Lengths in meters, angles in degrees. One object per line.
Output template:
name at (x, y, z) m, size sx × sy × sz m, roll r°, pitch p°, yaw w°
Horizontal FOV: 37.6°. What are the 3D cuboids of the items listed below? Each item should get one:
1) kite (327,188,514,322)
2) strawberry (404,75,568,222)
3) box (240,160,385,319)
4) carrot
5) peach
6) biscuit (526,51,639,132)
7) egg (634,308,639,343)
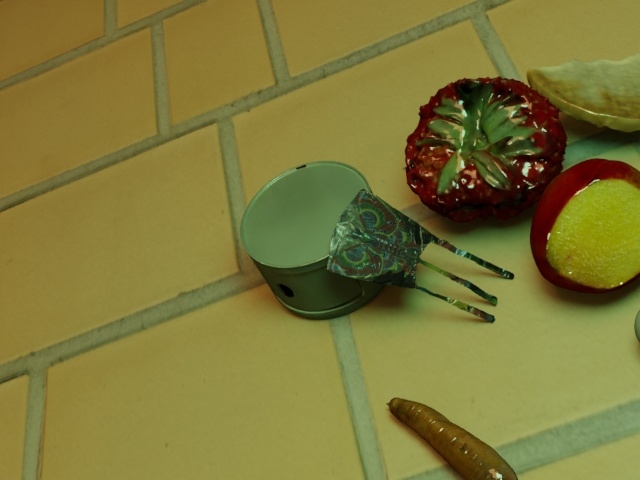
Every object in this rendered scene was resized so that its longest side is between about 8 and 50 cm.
kite at (0.156, 0.031, 1.428) m, size 0.286 × 0.015 × 0.152 m, roll 24°, pitch 64°, yaw -3°
strawberry at (0.275, -0.145, 1.524) m, size 0.261 × 0.258 × 0.261 m, roll -6°, pitch 78°, yaw 27°
box at (0.000, 0.000, 1.554) m, size 0.226 × 0.149 × 0.226 m, roll -14°, pitch 46°, yaw 15°
carrot at (0.175, 0.275, 1.286) m, size 0.059 × 0.059 × 0.248 m, roll -42°, pitch 43°, yaw -13°
peach at (0.394, -0.018, 1.346) m, size 0.190 × 0.190 × 0.192 m, roll 3°, pitch 34°, yaw 29°
biscuit at (0.512, -0.246, 1.541) m, size 0.309 × 0.040 × 0.204 m, roll -12°, pitch 44°, yaw -12°
egg at (0.483, 0.114, 1.238) m, size 0.135 × 0.103 × 0.103 m, roll -5°, pitch 49°, yaw 27°
